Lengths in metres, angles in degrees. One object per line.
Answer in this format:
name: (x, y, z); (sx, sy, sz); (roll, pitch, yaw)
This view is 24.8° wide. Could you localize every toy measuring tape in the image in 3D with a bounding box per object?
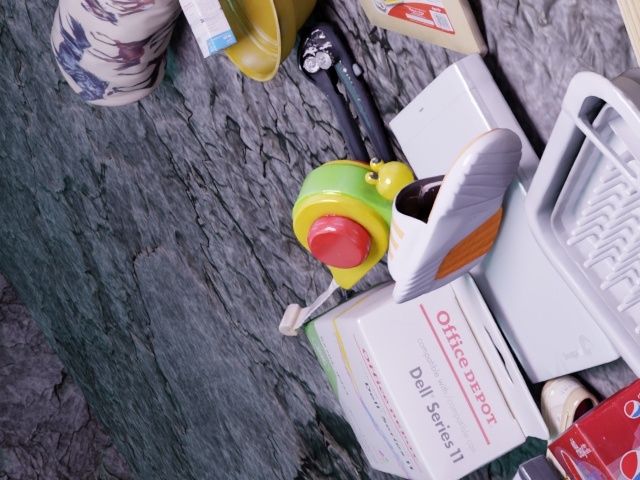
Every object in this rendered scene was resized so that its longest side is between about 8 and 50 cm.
toy measuring tape: (0.000, 0.000, 1.622); (0.121, 0.121, 0.330); (58, 141, 12)

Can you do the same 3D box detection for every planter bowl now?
planter bowl: (-0.064, -0.290, 1.584); (0.217, 0.090, 0.217); (50, 157, 31)

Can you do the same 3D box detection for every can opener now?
can opener: (0.032, -0.155, 1.598); (0.059, 0.073, 0.186); (-26, 96, 29)

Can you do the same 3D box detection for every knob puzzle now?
knob puzzle: (0.072, -0.270, 1.367); (0.213, 0.030, 0.213); (42, 163, 16)

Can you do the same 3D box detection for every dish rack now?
dish rack: (0.286, 0.017, 1.144); (0.285, 0.072, 0.333); (53, 166, 16)

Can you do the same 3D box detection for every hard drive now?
hard drive: (0.182, -0.014, 1.421); (0.307, 0.040, 0.203); (62, 162, 4)

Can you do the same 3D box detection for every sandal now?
sandal: (0.118, -0.038, 1.355); (0.076, 0.102, 0.265); (56, 152, 24)

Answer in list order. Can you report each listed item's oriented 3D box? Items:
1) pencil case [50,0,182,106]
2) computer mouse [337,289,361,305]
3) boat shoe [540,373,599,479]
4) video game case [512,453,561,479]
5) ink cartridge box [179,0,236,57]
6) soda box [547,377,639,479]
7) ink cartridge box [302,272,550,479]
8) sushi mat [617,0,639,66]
pencil case: (-0.241, -0.316, 1.838); (0.160, 0.183, 0.410); (43, 157, 2)
computer mouse: (0.043, 0.053, 1.822); (0.071, 0.041, 0.242); (17, 124, 61)
boat shoe: (0.267, 0.220, 1.483); (0.059, 0.063, 0.170); (30, 140, 62)
video game case: (0.261, 0.394, 1.519); (0.275, 0.035, 0.248); (58, 155, 27)
ink cartridge box: (-0.128, -0.249, 1.615); (0.083, 0.028, 0.048); (66, 160, -6)
soda box: (0.271, 0.188, 1.306); (0.092, 0.083, 0.263); (56, 176, 12)
ink cartridge box: (0.106, 0.152, 1.612); (0.207, 0.119, 0.353); (64, 166, -1)
sushi mat: (0.288, -0.143, 1.091); (0.151, 0.019, 0.316); (6, 120, 65)
